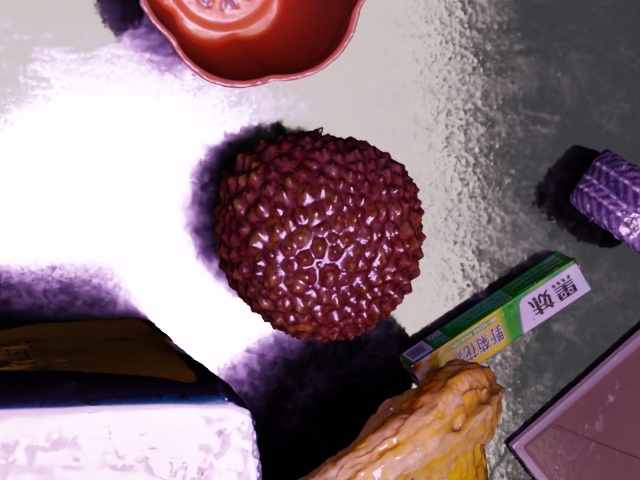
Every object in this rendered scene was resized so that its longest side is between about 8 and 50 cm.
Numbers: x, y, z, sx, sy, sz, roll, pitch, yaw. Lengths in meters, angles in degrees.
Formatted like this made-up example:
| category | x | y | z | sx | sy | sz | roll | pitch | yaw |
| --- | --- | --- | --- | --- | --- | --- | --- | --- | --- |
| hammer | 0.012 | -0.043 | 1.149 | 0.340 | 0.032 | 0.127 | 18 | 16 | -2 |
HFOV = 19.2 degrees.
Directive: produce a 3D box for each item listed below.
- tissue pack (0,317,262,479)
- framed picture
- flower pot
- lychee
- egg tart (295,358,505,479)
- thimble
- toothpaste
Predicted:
| category | x | y | z | sx | sy | sz | roll | pitch | yaw |
| --- | --- | --- | --- | --- | --- | --- | --- | --- | --- |
| tissue pack | -0.201 | 0.203 | 1.432 | 0.264 | 0.416 | 0.253 | -5 | 96 | -12 |
| framed picture | 0.314 | 0.222 | 1.752 | 0.184 | 0.016 | 0.250 | -41 | 102 | -5 |
| flower pot | -0.065 | -0.216 | 1.544 | 0.190 | 0.173 | 0.191 | -1 | 95 | -11 |
| lychee | 0.000 | 0.000 | 1.573 | 0.188 | 0.188 | 0.188 | -1 | 96 | -12 |
| egg tart | 0.048 | 0.213 | 1.553 | 0.294 | 0.294 | 0.123 | -37 | 86 | -6 |
| thimble | 0.273 | -0.031 | 1.671 | 0.095 | 0.104 | 0.066 | 35 | 95 | -10 |
| toothpaste | 0.155 | 0.073 | 1.687 | 0.178 | 0.043 | 0.037 | -33 | 102 | -7 |
